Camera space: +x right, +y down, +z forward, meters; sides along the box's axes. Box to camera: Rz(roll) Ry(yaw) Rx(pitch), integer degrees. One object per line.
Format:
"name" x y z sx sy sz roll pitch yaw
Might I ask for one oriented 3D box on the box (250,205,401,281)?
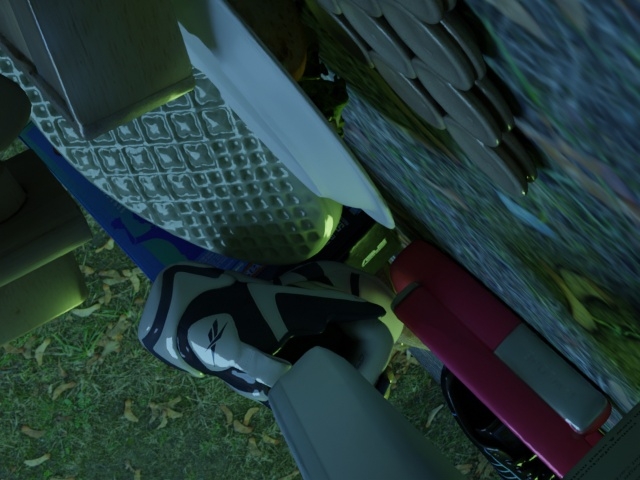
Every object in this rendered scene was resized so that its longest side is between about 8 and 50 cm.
"box" -0.052 -0.014 1.044 0.180 0.147 0.077 46 179 24

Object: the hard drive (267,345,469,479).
"hard drive" 0.092 0.166 0.480 0.233 0.047 0.353 45 180 -12

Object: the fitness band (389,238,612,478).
"fitness band" 0.144 0.112 0.873 0.291 0.054 0.209 46 179 38

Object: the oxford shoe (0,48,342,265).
"oxford shoe" -0.157 -0.157 0.863 0.449 0.169 0.130 38 -138 0

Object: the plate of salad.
"plate of salad" -0.030 -0.086 0.538 0.200 0.048 0.200 47 178 2

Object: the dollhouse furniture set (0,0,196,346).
"dollhouse furniture set" -0.243 -0.069 0.410 0.303 0.355 0.174 44 156 48

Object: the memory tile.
"memory tile" 0.014 -0.074 0.394 0.113 0.012 0.148 45 178 29

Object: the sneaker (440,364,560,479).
"sneaker" 0.190 0.195 1.183 0.232 0.081 0.090 47 -175 14

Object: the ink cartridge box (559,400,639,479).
"ink cartridge box" 0.172 0.147 0.441 0.154 0.093 0.212 46 180 -7

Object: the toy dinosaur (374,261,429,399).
"toy dinosaur" 0.006 0.022 1.142 0.295 0.127 0.200 27 138 39

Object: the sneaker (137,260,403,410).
"sneaker" 0.011 0.074 0.886 0.153 0.094 0.235 27 -173 40

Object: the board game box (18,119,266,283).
"board game box" -0.106 -0.062 1.001 0.210 0.160 0.047 46 179 20
